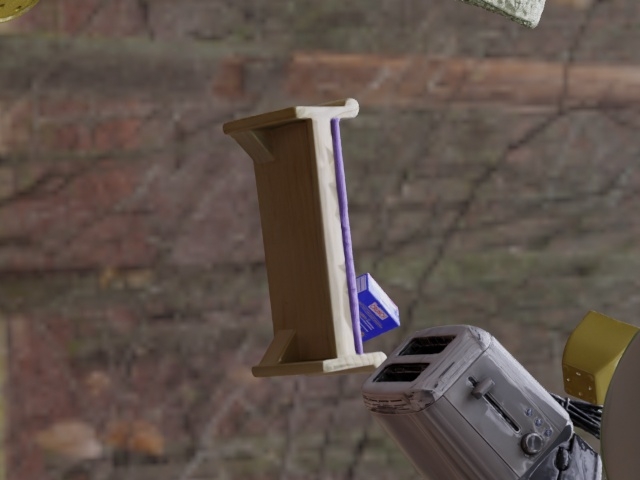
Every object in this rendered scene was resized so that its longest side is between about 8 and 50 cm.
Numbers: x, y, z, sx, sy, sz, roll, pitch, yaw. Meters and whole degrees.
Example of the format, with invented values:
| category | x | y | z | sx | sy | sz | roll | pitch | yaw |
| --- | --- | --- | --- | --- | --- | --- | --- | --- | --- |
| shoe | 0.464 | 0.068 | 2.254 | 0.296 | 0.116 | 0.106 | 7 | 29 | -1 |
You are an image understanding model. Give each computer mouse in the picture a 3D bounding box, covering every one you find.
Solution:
| category | x | y | z | sx | sy | sz | roll | pitch | yaw |
| --- | --- | --- | --- | --- | --- | --- | --- | --- | --- |
| computer mouse | 0.275 | 0.302 | 2.214 | 0.072 | 0.188 | 0.272 | 116 | -9 | -66 |

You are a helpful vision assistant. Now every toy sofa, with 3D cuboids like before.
| category | x | y | z | sx | sy | sz | roll | pitch | yaw |
| --- | --- | --- | --- | --- | --- | --- | --- | --- | --- |
| toy sofa | 0.000 | 0.000 | 2.390 | 0.150 | 0.177 | 0.362 | -9 | -93 | 47 |

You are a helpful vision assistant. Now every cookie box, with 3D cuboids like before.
| category | x | y | z | sx | sy | sz | roll | pitch | yaw |
| --- | --- | --- | --- | --- | --- | --- | --- | --- | --- |
| cookie box | 0.045 | 0.104 | 2.555 | 0.092 | 0.107 | 0.040 | 50 | 24 | -38 |

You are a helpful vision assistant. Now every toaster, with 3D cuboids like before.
| category | x | y | z | sx | sy | sz | roll | pitch | yaw |
| --- | --- | --- | --- | --- | --- | --- | --- | --- | --- |
| toaster | 0.138 | 0.171 | 1.803 | 0.146 | 0.129 | 0.227 | 50 | -17 | -10 |

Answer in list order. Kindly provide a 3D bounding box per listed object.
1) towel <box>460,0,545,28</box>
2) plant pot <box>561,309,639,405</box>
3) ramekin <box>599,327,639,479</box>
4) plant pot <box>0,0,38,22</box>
| category | x | y | z | sx | sy | sz | roll | pitch | yaw |
| --- | --- | --- | --- | --- | --- | --- | --- | --- | --- |
| towel | 0.157 | -0.255 | 1.589 | 0.027 | 0.148 | 0.110 | 14 | -89 | 51 |
| plant pot | 0.325 | 0.146 | 2.094 | 0.081 | 0.083 | 0.081 | 20 | -45 | 38 |
| ramekin | 0.407 | 0.180 | 1.674 | 0.303 | 0.148 | 0.303 | -22 | -123 | 39 |
| plant pot | -0.342 | -0.285 | 1.884 | 0.095 | 0.134 | 0.134 | 55 | -17 | 11 |
